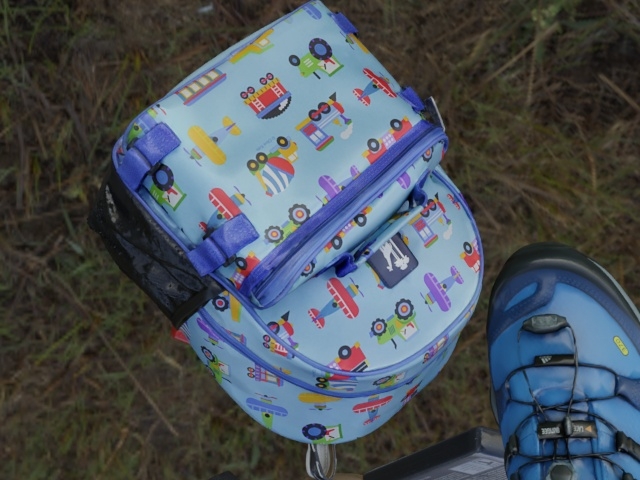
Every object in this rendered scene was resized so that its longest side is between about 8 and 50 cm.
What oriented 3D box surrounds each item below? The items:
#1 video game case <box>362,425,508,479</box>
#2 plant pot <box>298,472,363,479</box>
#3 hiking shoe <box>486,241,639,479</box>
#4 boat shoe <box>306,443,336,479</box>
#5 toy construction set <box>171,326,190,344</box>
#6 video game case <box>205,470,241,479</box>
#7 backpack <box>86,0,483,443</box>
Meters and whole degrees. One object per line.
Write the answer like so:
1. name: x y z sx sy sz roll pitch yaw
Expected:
1. video game case: 0.201 0.223 0.808 0.274 0.026 0.196 17 150 -19
2. plant pot: 0.000 0.435 1.390 0.237 0.237 0.109 -26 124 5
3. hiking shoe: 0.158 0.146 0.530 0.113 0.304 0.132 -13 171 17
4. boat shoe: 0.001 0.281 1.315 0.046 0.038 0.125 0 90 -36
5. toy construction set: -0.011 0.003 1.024 0.237 0.257 0.308 27 78 -26
6. video game case: -0.006 0.358 0.761 0.035 0.275 0.248 -18 117 -35
7. backpack: 0.000 0.000 0.434 0.158 0.173 0.117 -36 174 -29
